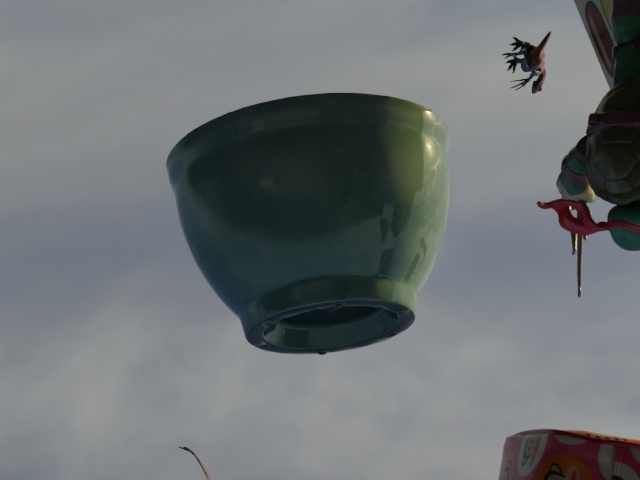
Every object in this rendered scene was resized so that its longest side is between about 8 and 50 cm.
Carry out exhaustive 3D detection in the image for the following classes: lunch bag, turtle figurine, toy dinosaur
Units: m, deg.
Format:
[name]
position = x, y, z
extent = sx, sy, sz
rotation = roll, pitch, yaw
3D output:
[lunch bag]
position = 0.317, 0.261, 1.783
extent = 0.293, 0.120, 0.258
rotation = 15, 172, -9
[turtle figurine]
position = 0.244, -0.073, 1.316
extent = 0.175, 0.234, 0.118
rotation = 6, 171, 29
[toy dinosaur]
position = 0.226, -0.181, 1.919
extent = 0.090, 0.047, 0.082
rotation = -7, 164, 40

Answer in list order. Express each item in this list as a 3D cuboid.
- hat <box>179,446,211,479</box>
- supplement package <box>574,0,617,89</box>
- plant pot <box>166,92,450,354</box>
[hat]
position = -0.064, 0.351, 1.900
extent = 0.173, 0.208, 0.183
rotation = 15, -177, -30
[supplement package]
position = 0.362, -0.206, 1.812
extent = 0.134, 0.244, 0.139
rotation = -10, 157, -22
[plant pot]
position = 0.000, 0.000, 1.845
extent = 0.293, 0.196, 0.293
rotation = -7, 160, -3
